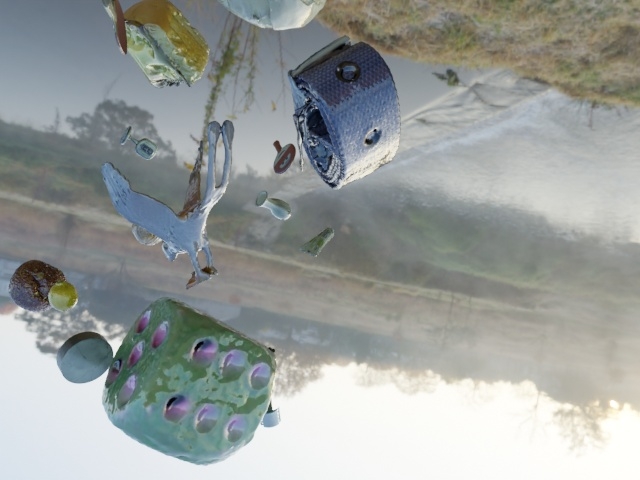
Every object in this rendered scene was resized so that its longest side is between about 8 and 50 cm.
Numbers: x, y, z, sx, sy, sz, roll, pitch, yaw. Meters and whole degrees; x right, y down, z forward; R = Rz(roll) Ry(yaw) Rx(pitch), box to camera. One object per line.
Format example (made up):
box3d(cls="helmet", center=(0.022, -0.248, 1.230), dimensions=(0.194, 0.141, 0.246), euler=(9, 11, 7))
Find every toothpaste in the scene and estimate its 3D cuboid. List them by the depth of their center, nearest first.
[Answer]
box3d(cls="toothpaste", center=(0.000, 0.000, 1.397), dimensions=(0.048, 0.029, 0.197), euler=(26, -155, 11))

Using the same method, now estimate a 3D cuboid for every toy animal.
box3d(cls="toy animal", center=(-0.235, -0.059, 1.007), dimensions=(0.284, 0.302, 0.225), euler=(0, -166, 45))

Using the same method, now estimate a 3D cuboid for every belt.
box3d(cls="belt", center=(0.023, -0.156, 0.703), dimensions=(0.126, 0.140, 0.230), euler=(-32, 164, -8))

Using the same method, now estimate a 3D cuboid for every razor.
box3d(cls="razor", center=(-0.172, 0.450, 1.609), dimensions=(0.068, 0.232, 0.106), euler=(-8, 138, -8))

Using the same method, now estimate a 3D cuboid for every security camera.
box3d(cls="security camera", center=(-0.477, -0.255, 1.372), dimensions=(0.092, 0.058, 0.058), euler=(30, 165, -30))

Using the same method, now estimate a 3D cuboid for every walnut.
box3d(cls="walnut", center=(-0.495, -0.048, 1.500), dimensions=(0.105, 0.124, 0.105), euler=(1, 171, 0))

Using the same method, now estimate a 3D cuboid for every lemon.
box3d(cls="lemon", center=(-0.595, 0.127, 1.198), dimensions=(0.062, 0.083, 0.062), euler=(0, -154, 0))

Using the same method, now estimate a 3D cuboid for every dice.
box3d(cls="dice", center=(-0.324, 0.347, 1.300), dimensions=(0.322, 0.318, 0.330), euler=(35, 166, -33))

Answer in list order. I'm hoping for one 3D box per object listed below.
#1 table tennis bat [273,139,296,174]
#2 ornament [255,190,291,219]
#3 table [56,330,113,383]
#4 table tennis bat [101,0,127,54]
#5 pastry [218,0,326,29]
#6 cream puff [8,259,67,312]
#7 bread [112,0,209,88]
box3d(cls="table tennis bat", center=(-0.113, -0.254, 1.535), dimensions=(0.019, 0.098, 0.155), euler=(26, -157, -35))
box3d(cls="ornament", center=(-0.179, -0.136, 2.041), dimensions=(0.156, 0.075, 0.081), euler=(26, -154, -42))
box3d(cls="table", center=(-0.622, 0.309, 1.371), dimensions=(0.133, 0.133, 0.043), euler=(18, -173, -46))
box3d(cls="table tennis bat", center=(-0.349, -0.374, 0.884), dimensions=(0.013, 0.087, 0.156), euler=(-4, -178, -11))
box3d(cls="pastry", center=(-0.101, -0.546, 1.075), dimensions=(0.264, 0.265, 0.133), euler=(12, 140, -7))
box3d(cls="cream puff", center=(-0.774, 0.127, 1.427), dimensions=(0.149, 0.149, 0.084), euler=(15, 175, -32))
box3d(cls="bread", center=(-0.380, -0.477, 1.236), dimensions=(0.262, 0.163, 0.204), euler=(22, 162, 48))
